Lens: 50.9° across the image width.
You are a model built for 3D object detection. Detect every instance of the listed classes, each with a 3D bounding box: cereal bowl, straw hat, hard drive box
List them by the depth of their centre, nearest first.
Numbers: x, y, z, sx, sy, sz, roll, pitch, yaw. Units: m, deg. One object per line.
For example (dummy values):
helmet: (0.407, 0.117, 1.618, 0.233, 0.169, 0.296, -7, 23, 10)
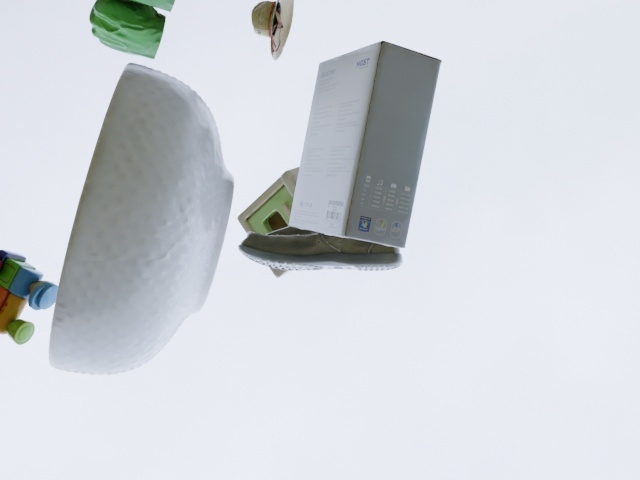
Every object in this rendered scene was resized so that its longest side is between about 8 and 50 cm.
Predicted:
cereal bowl: (-0.183, -0.012, 0.743, 0.141, 0.339, 0.339, 14, -117, -13)
hard drive box: (0.049, -0.117, 0.862, 0.181, 0.089, 0.232, 15, -86, 65)
straw hat: (-0.100, -0.423, 1.285, 0.061, 0.144, 0.145, 14, -113, 9)

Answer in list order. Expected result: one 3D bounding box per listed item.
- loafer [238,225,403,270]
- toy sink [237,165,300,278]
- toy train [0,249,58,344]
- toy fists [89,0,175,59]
loafer: (0.000, 0.000, 1.031, 0.251, 0.094, 0.087, 2, -99, -1)
toy sink: (-0.026, -0.057, 1.310, 0.234, 0.131, 0.153, -37, -96, 35)
toy train: (-0.608, 0.156, 1.279, 0.143, 0.105, 0.248, 27, -93, 19)
toy fists: (-0.365, -0.473, 1.309, 0.142, 0.279, 0.096, 12, -119, -23)
